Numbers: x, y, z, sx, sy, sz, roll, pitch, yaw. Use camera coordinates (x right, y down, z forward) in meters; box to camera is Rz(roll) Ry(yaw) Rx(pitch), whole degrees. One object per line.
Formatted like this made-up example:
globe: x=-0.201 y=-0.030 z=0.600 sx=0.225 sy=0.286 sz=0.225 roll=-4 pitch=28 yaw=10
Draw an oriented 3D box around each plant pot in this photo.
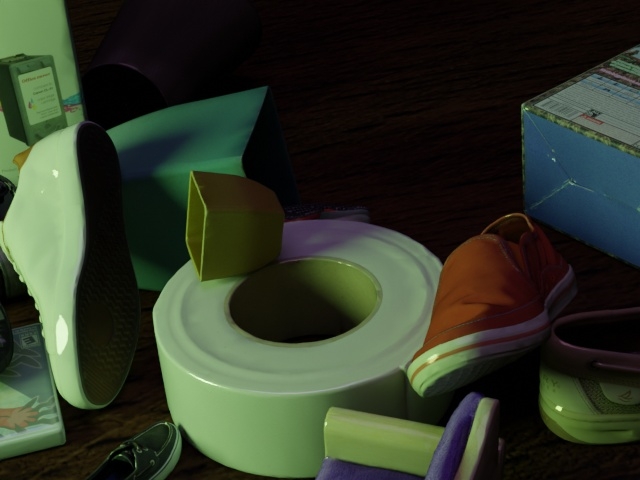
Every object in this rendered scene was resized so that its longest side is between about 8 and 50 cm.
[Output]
plant pot: x=-0.080 y=-0.016 z=1.372 sx=0.083 sy=0.081 sz=0.081 roll=-2 pitch=30 yaw=-17
plant pot: x=-0.160 y=-0.044 z=1.544 sx=0.234 sy=0.165 sz=0.165 roll=-7 pitch=32 yaw=14

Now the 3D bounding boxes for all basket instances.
basket: x=-0.210 y=-0.230 z=1.848 sx=0.204 sy=0.154 sz=0.227 roll=6 pitch=38 yaw=19

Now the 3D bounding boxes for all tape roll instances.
tape roll: x=-0.011 y=0.095 z=1.350 sx=0.286 sy=0.100 sz=0.286 roll=-4 pitch=32 yaw=2

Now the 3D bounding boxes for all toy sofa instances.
toy sofa: x=0.018 y=0.261 z=1.016 sx=0.150 sy=0.177 sz=0.362 roll=7 pitch=36 yaw=19

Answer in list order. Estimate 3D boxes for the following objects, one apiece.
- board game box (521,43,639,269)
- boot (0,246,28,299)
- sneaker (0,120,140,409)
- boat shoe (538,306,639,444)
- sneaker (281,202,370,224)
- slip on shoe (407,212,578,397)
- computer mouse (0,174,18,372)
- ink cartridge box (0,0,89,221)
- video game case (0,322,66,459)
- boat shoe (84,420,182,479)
board game box: x=0.400 y=-0.103 z=1.549 sx=0.291 sy=0.141 sz=0.232 roll=-27 pitch=38 yaw=-30
boot: x=-0.461 y=0.026 z=1.533 sx=0.229 sy=0.091 sz=0.263 roll=-23 pitch=38 yaw=-29
sneaker: x=-0.256 y=0.033 z=1.417 sx=0.123 sy=0.106 sz=0.290 roll=-16 pitch=67 yaw=26
boat shoe: x=0.364 y=0.100 z=1.267 sx=0.341 sy=0.110 sz=0.121 roll=-9 pitch=33 yaw=-4
sneaker: x=0.000 y=0.000 z=1.540 sx=0.057 sy=0.075 sz=0.161 roll=6 pitch=7 yaw=29
slip on shoe: x=0.140 y=0.051 z=1.223 sx=0.123 sy=0.101 sz=0.331 roll=-29 pitch=2 yaw=25
computer mouse: x=-0.352 y=0.040 z=1.451 sx=0.184 sy=0.060 sz=0.262 roll=-12 pitch=56 yaw=-34
ink cartridge box: x=-0.350 y=-0.199 z=1.669 sx=0.131 sy=0.306 sz=0.226 roll=-13 pitch=33 yaw=-11
video game case: x=-0.357 y=0.158 z=1.378 sx=0.201 sy=0.023 sz=0.183 roll=-13 pitch=33 yaw=-11
boat shoe: x=-0.169 y=0.201 z=1.262 sx=0.049 sy=0.040 sz=0.142 roll=11 pitch=37 yaw=25
